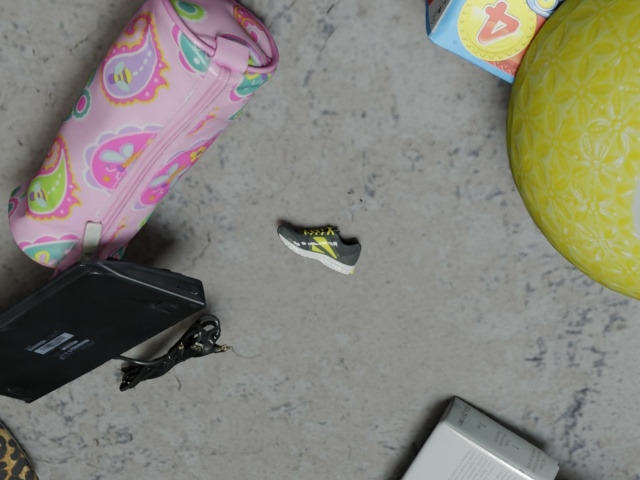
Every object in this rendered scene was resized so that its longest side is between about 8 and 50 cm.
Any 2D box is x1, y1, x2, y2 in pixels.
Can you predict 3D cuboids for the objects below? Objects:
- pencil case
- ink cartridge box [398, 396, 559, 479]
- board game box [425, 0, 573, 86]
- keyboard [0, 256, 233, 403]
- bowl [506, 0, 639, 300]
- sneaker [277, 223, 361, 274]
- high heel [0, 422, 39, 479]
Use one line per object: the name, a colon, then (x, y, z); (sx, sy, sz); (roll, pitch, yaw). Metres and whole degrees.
pencil case: (-0.156, -0.084, 0.889); (0.124, 0.124, 0.284); (35, 119, -15)
ink cartridge box: (0.172, 0.333, 1.102); (0.239, 0.060, 0.275); (32, 119, 7)
board game box: (0.284, -0.222, 0.791); (0.308, 0.086, 0.302); (25, 119, -10)
keyboard: (-0.216, 0.096, 1.001); (0.202, 0.033, 0.317); (23, 144, -37)
bowl: (0.282, -0.053, 0.750); (0.290, 0.156, 0.289); (2, 121, 3)
sneaker: (0.000, 0.000, 0.983); (0.083, 0.031, 0.035); (24, 106, -14)
high heel: (-0.420, 0.232, 1.062); (0.261, 0.186, 0.093); (34, 118, -14)
